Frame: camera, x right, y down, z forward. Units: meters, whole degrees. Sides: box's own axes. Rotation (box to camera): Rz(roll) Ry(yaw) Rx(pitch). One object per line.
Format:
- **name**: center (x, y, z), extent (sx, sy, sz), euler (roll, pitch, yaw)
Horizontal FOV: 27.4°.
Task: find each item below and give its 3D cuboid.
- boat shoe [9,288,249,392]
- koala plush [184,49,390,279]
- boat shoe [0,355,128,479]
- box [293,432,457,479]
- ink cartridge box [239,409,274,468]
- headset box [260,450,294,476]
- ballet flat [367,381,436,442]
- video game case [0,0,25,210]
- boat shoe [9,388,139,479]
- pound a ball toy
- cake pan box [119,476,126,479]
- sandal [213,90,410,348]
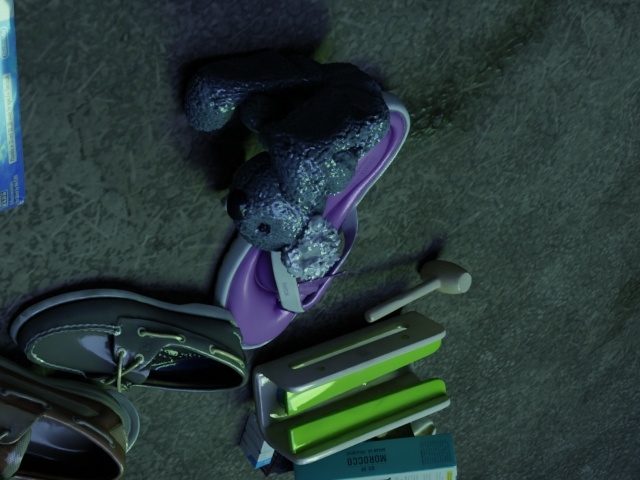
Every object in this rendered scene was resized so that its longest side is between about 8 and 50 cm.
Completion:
- **boat shoe**: center (-0.215, 0.127, 1.547), extent (0.305, 0.091, 0.109), euler (8, 134, -39)
- **koala plush**: center (-0.034, -0.075, 1.435), extent (0.203, 0.196, 0.221), euler (-24, 141, -41)
- **boat shoe**: center (-0.354, 0.201, 1.440), extent (0.324, 0.116, 0.123), euler (13, 114, -29)
- **box**: center (0.083, 0.353, 2.003), extent (0.244, 0.060, 0.100), euler (-6, 145, 1)
- **ink cartridge box**: center (-0.088, 0.287, 1.924), extent (0.028, 0.048, 0.083), euler (-15, 140, -34)
- **headset box**: center (-0.055, 0.326, 2.017), extent (0.062, 0.032, 0.083), euler (-4, 131, -43)
- **ballet flat**: center (0.126, 0.305, 2.108), extent (0.123, 0.123, 0.348), euler (-38, 146, -3)
- **video game case**: center (-0.388, -0.104, 1.155), extent (0.244, 0.061, 0.269), euler (-21, 142, -26)
- **boat shoe**: center (-0.367, 0.304, 1.608), extent (0.340, 0.127, 0.113), euler (-43, 180, -9)
- **pound a ball toy**: center (0.059, 0.158, 1.877), extent (0.319, 0.136, 0.208), euler (-18, 115, -29)
- **cake pan box**: center (-0.360, 0.423, 1.684), extent (0.267, 0.070, 0.246), euler (-42, 180, 4)
- **sandal**: center (-0.012, 0.001, 1.614), extent (0.169, 0.102, 0.416), euler (-4, 134, -40)
